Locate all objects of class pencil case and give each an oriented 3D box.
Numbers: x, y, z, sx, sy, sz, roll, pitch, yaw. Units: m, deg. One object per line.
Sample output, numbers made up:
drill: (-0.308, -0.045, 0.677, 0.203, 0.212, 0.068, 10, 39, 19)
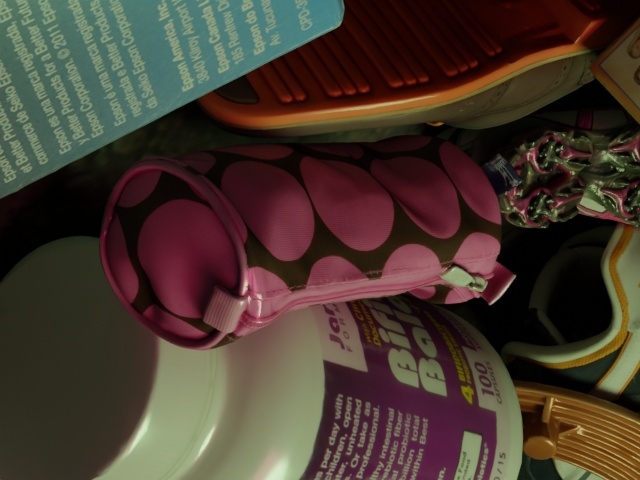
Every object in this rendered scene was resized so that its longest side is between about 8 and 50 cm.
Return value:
pencil case: (0.000, 0.000, 0.883, 0.209, 0.098, 0.095, -9, 148, -48)

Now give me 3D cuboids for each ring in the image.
ring: (0.112, 0.208, 1.240, 0.336, 0.032, 0.337, 6, 136, 6)

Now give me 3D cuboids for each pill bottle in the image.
pill bottle: (-0.035, 0.088, 1.003, 0.169, 0.169, 0.301, -46, 146, 18)

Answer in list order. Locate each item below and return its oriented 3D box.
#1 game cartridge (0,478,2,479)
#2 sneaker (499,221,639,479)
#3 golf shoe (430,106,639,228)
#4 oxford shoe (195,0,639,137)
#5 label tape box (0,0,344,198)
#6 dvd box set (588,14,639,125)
game cartridge: (-0.269, 0.141, 0.950, 0.198, 0.062, 0.297, -34, 142, 7)
sneaker: (0.172, 0.075, 1.226, 0.126, 0.127, 0.321, -62, -175, -33)
golf shoe: (0.145, -0.048, 1.075, 0.186, 0.086, 0.068, 2, 107, -39)
oxford shoe: (0.053, -0.083, 0.931, 0.271, 0.097, 0.098, -14, 148, -28)
label tape box: (-0.181, -0.109, 0.675, 0.347, 0.115, 0.249, -27, 147, -7)
dvd box set: (0.341, -0.204, 0.981, 0.420, 0.062, 0.307, -46, 163, 18)
